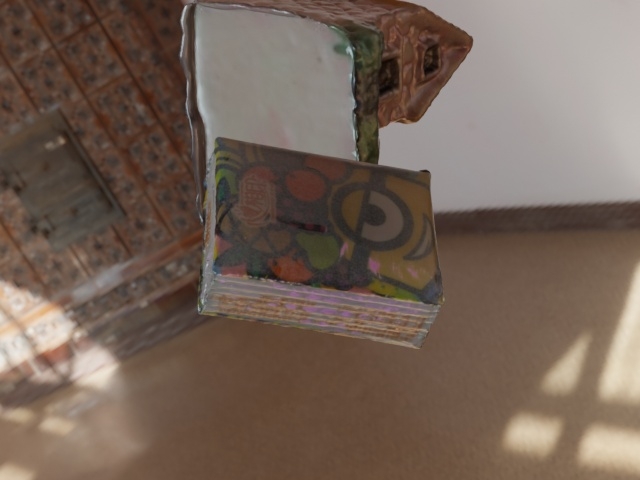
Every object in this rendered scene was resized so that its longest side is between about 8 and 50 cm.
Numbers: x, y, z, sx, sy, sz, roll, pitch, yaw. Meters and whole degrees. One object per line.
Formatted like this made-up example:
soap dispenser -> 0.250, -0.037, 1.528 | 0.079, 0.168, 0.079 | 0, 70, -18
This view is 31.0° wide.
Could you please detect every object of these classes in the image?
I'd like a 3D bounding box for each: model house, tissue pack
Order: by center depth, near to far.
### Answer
tissue pack -> 0.000, 0.000, 0.723 | 0.060, 0.148, 0.108 | 115, 159, -47
model house -> 0.020, -0.128, 1.102 | 0.202, 0.237, 0.237 | 12, 27, 33
